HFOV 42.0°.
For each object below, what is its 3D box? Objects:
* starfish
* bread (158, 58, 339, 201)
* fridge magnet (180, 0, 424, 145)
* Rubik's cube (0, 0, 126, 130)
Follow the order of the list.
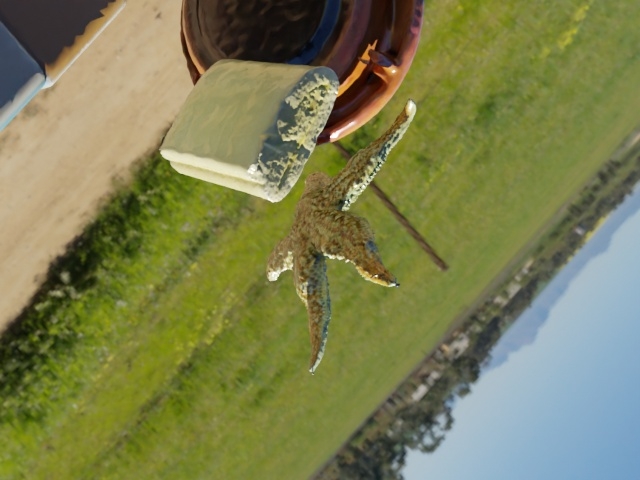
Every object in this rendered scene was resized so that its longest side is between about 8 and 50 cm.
[{"bbox_3d":[-0.003,0.000,1.061,0.358,0.078,0.347,-40,-142,46],"label":"starfish"},{"bbox_3d":[-0.076,-0.117,0.821,0.060,0.178,0.140,33,79,-40],"label":"bread"},{"bbox_3d":[-0.039,-0.305,1.115,0.364,0.363,0.155,-52,161,17],"label":"fridge magnet"},{"bbox_3d":[-0.384,-0.266,0.665,0.347,0.346,0.344,56,47,-33],"label":"Rubik's cube"}]
